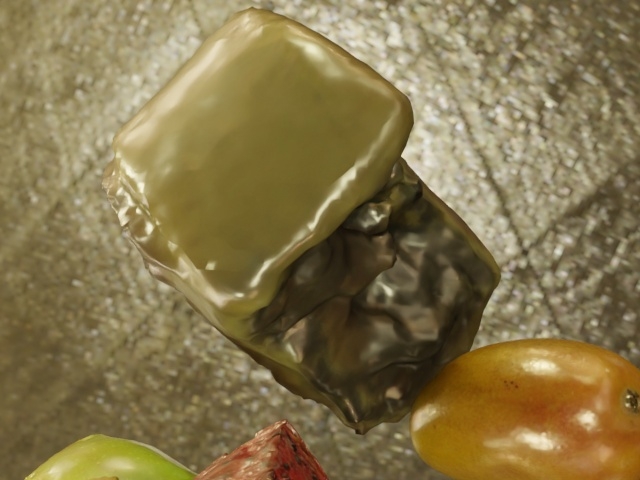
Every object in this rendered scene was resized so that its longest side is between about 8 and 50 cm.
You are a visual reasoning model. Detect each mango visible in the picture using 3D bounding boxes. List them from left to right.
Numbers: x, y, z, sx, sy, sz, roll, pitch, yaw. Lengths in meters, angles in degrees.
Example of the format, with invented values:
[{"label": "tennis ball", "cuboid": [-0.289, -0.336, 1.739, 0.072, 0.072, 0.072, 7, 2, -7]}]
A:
[{"label": "mango", "cuboid": [0.172, 0.148, 1.220, 0.221, 0.152, 0.120, 1, 50, 24]}]

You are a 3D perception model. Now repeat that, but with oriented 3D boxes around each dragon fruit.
[{"label": "dragon fruit", "cuboid": [-0.066, 0.150, 0.836, 0.131, 0.097, 0.063, -30, 62, 7]}]

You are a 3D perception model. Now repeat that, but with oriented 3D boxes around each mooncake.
[{"label": "mooncake", "cuboid": [0.000, 0.000, 1.311, 0.246, 0.394, 0.393, -45, 17, -1]}]

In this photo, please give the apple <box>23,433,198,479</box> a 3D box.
[{"label": "apple", "cuboid": [-0.141, 0.342, 1.312, 0.374, 0.374, 0.384, -36, 72, 32]}]
